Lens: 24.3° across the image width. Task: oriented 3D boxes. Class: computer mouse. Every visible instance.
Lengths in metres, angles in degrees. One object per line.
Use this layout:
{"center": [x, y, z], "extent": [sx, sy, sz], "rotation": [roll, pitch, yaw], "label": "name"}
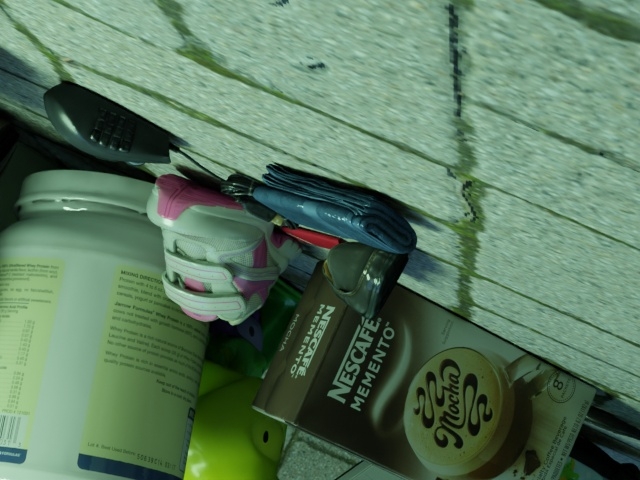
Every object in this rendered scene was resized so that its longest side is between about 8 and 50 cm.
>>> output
{"center": [-0.118, -0.057, 1.195], "extent": [0.242, 0.041, 0.071], "rotation": [27, 171, -24], "label": "computer mouse"}

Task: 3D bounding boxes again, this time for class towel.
{"center": [0.012, -0.022, 1.064], "extent": [0.119, 0.029, 0.067], "rotation": [17, 169, 45], "label": "towel"}

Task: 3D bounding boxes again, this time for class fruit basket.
{"center": [-0.136, 0.155, 1.783], "extent": [0.392, 0.283, 0.392], "rotation": [38, 179, 1], "label": "fruit basket"}

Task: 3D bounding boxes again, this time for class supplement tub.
{"center": [-0.234, 0.113, 1.498], "extent": [0.235, 0.324, 0.235], "rotation": [8, 165, 2], "label": "supplement tub"}

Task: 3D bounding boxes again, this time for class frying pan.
{"center": [0.218, 0.180, 1.768], "extent": [0.326, 0.053, 0.197], "rotation": [27, 174, 6], "label": "frying pan"}

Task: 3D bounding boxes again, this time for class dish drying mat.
{"center": [0.000, 0.000, 1.336], "extent": [0.032, 0.008, 0.083], "rotation": [32, 170, -38], "label": "dish drying mat"}

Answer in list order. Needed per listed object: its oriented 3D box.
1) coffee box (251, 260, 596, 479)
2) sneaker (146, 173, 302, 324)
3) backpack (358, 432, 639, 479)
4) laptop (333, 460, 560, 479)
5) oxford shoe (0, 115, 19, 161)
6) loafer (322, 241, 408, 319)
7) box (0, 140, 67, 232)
{"center": [0.104, 0.158, 1.491], "extent": [0.297, 0.168, 0.119], "rotation": [27, 172, -22], "label": "coffee box"}
{"center": [-0.096, 0.019, 1.377], "extent": [0.103, 0.111, 0.252], "rotation": [22, 172, 23], "label": "sneaker"}
{"center": [0.221, 0.310, 2.012], "extent": [0.355, 0.273, 0.290], "rotation": [42, 175, -25], "label": "backpack"}
{"center": [0.178, 0.300, 1.609], "extent": [0.408, 0.382, 0.236], "rotation": [36, 137, 31], "label": "laptop"}
{"center": [-0.367, -0.110, 1.569], "extent": [0.076, 0.076, 0.212], "rotation": [39, 163, -2], "label": "oxford shoe"}
{"center": [0.031, 0.028, 1.238], "extent": [0.061, 0.062, 0.170], "rotation": [31, 168, 1], "label": "loafer"}
{"center": [-0.410, -0.058, 1.799], "extent": [0.232, 0.126, 0.148], "rotation": [18, 168, 41], "label": "box"}
